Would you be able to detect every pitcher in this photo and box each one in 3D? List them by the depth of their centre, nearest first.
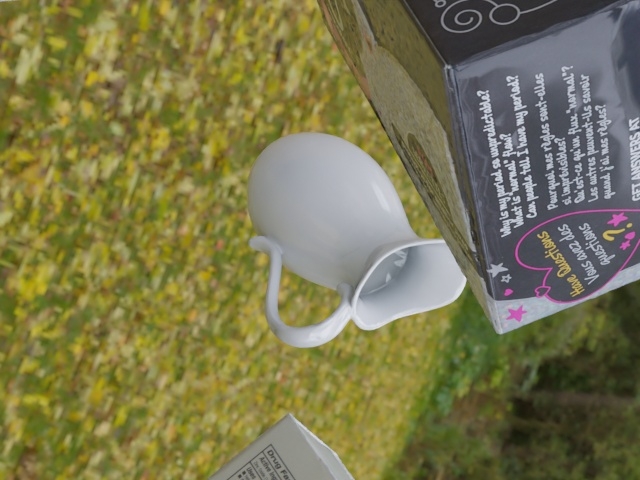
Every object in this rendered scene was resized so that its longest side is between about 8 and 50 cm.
[{"bbox_3d":[0.000,0.000,1.063,0.178,0.207,0.125,-25,135,-21],"label":"pitcher"}]

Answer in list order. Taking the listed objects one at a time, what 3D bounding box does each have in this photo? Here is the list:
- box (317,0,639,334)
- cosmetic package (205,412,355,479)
[{"bbox_3d":[0.081,-0.111,0.539,0.163,0.142,0.247,72,-3,-47],"label":"box"},{"bbox_3d":[-0.081,0.309,1.037,0.296,0.153,0.129,-38,147,1],"label":"cosmetic package"}]
